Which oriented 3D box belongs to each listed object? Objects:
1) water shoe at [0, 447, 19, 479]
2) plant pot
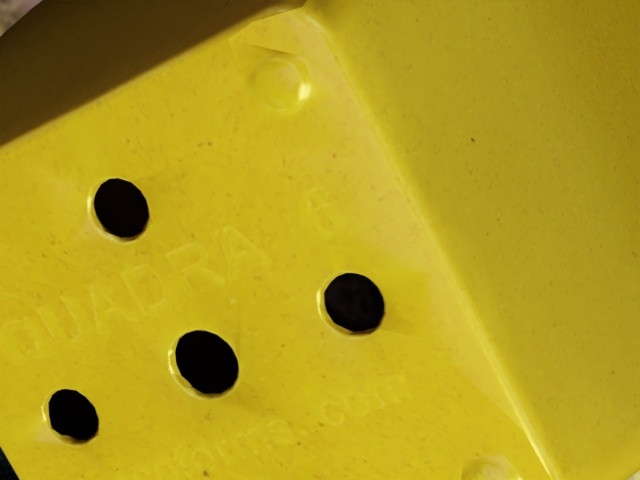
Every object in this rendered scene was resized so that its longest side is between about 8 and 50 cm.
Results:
[{"bbox_3d":[-0.143,0.124,0.620,0.073,0.080,0.203,22,116,11],"label":"water shoe"},{"bbox_3d":[0.000,0.000,0.460,0.212,0.187,0.212,-23,102,26],"label":"plant pot"}]
